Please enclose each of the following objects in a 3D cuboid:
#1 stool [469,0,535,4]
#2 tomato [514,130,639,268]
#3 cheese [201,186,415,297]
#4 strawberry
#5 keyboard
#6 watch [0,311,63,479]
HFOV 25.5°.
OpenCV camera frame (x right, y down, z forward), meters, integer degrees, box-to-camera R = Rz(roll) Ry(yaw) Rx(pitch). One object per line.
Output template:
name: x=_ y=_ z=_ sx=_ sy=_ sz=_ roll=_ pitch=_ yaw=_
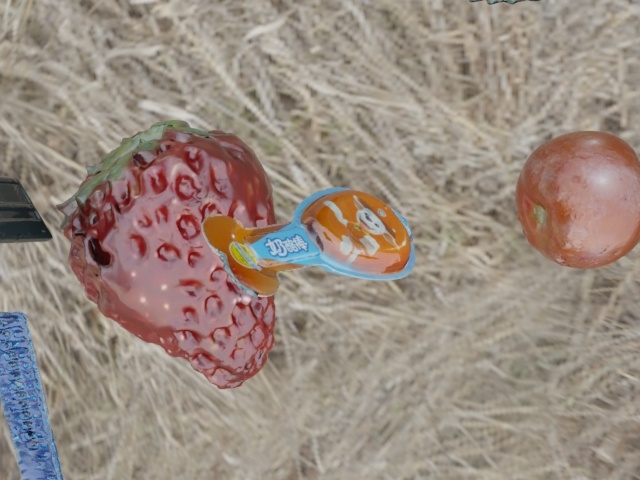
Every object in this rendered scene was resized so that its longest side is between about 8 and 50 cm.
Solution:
stool: x=0.177 y=-0.432 z=1.277 sx=0.297 sy=0.297 sz=0.330 roll=-38 pitch=129 yaw=-8
tomato: x=0.395 y=-0.062 z=2.087 sx=0.184 sy=0.208 sz=0.208 roll=-19 pitch=100 yaw=-22
cheese: x=0.000 y=0.000 z=1.197 sx=0.106 sy=0.256 sz=0.037 roll=52 pitch=124 yaw=21
strawberry: x=-0.161 y=0.023 z=1.838 sx=0.295 sy=0.317 sz=0.345 roll=-40 pitch=105 yaw=-23
keyboard: x=-0.401 y=-0.039 z=1.595 sx=0.041 sy=0.381 sz=0.103 roll=-32 pitch=83 yaw=5
watch: x=-0.333 y=0.261 z=1.536 sx=0.068 sy=0.274 sz=0.276 roll=-2 pitch=56 yaw=12
